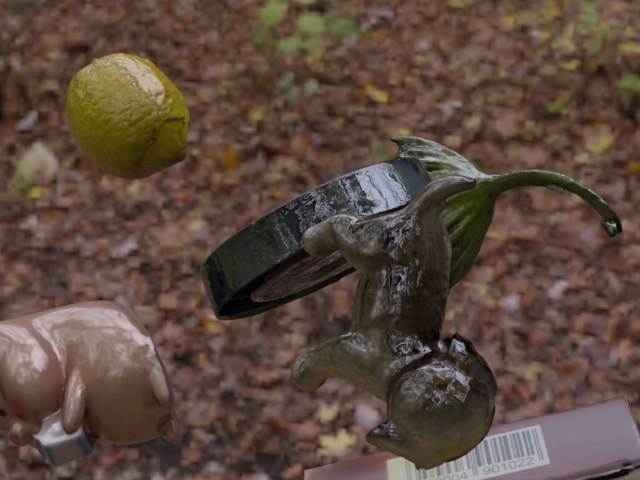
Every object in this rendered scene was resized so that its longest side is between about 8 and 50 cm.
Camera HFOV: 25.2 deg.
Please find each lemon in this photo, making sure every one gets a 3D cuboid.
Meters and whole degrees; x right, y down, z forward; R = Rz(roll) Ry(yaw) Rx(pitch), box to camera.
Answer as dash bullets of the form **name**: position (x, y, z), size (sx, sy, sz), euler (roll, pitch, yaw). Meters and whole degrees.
- **lemon**: position (-0.288, -0.186, 2.136), size (0.180, 0.193, 0.180), euler (-25, 10, 5)

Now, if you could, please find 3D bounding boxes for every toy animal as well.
- **toy animal**: position (0.069, 0.074, 1.183), size (0.121, 0.233, 0.168), euler (7, -14, -39)
- **toy animal**: position (-0.322, 0.184, 1.813), size (0.256, 0.195, 0.213), euler (-12, 50, -10)

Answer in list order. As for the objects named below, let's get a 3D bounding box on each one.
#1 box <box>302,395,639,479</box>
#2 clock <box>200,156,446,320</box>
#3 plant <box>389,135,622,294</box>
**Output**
- **box**: position (0.194, 0.383, 1.494), size (0.344, 0.385, 0.122), euler (-14, 27, 6)
- **clock**: position (0.001, 0.000, 1.759), size (0.319, 0.319, 0.066), euler (-19, 77, -40)
- **plant**: position (0.249, -0.075, 2.094), size (0.333, 0.251, 0.180), euler (-21, 7, 19)
